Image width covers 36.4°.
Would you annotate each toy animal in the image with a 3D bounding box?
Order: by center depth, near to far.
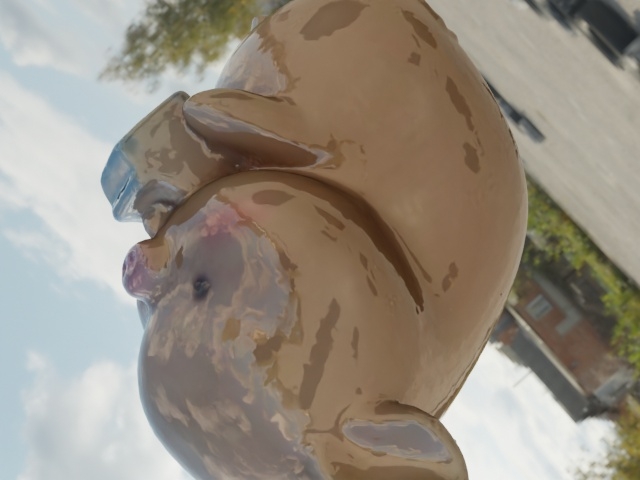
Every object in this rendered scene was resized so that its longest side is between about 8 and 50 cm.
[{"bbox_3d":[-0.003,0.002,0.494,0.213,0.256,0.195,41,151,-8],"label":"toy animal"}]

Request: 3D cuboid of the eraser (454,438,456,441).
[{"bbox_3d":[0.019,0.201,0.930,0.225,0.095,0.052,4,149,49],"label":"eraser"}]
